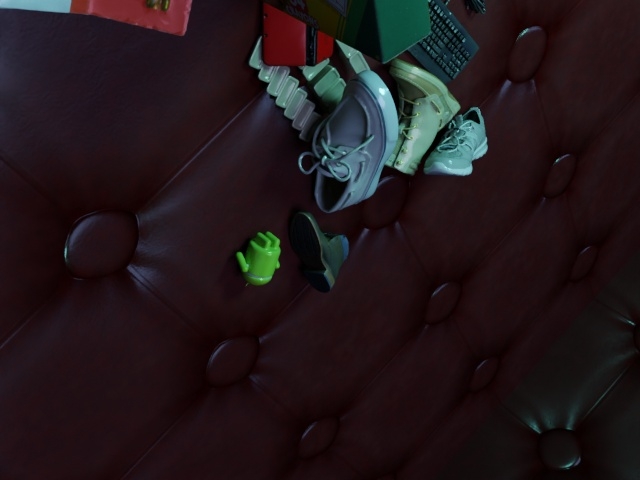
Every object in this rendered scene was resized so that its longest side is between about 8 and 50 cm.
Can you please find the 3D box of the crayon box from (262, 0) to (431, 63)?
[{"bbox_3d":[-0.015,-0.462,1.175,0.106,0.363,0.313,-36,138,-19],"label":"crayon box"}]

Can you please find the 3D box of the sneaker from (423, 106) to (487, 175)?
[{"bbox_3d":[0.297,-0.220,1.852,0.281,0.105,0.115,-45,135,-57],"label":"sneaker"}]

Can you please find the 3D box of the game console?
[{"bbox_3d":[-0.037,-0.387,1.466,0.124,0.085,0.144,-45,143,-53],"label":"game console"}]

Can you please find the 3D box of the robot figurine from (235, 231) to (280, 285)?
[{"bbox_3d":[-0.122,0.041,1.684,0.101,0.067,0.115,-7,124,-47],"label":"robot figurine"}]

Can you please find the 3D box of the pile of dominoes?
[{"bbox_3d":[-0.028,-0.329,1.542,0.196,0.040,0.251,-46,132,-8],"label":"pile of dominoes"}]

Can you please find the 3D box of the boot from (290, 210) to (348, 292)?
[{"bbox_3d":[0.000,0.000,1.789,0.106,0.082,0.219,-53,143,-36],"label":"boot"}]

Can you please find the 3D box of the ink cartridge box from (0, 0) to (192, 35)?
[{"bbox_3d":[-0.318,-0.428,1.007,0.385,0.091,0.308,9,112,-20],"label":"ink cartridge box"}]

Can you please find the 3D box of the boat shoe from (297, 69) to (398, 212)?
[{"bbox_3d":[0.035,-0.167,1.591,0.156,0.136,0.367,-32,161,-22],"label":"boat shoe"}]

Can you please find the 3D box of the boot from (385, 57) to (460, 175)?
[{"bbox_3d":[0.178,-0.251,1.738,0.203,0.095,0.262,-57,150,5],"label":"boot"}]

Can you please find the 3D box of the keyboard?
[{"bbox_3d":[0.249,-0.463,1.701,0.201,0.033,0.317,-56,142,4],"label":"keyboard"}]
